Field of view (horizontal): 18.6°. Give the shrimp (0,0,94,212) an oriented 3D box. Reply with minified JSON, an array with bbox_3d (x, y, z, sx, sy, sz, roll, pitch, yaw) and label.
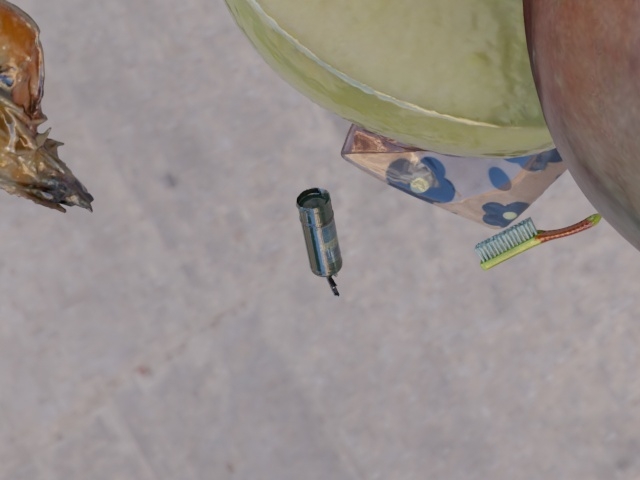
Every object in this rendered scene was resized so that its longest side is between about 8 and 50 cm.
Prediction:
[{"bbox_3d":[-0.303,-0.131,1.816,0.164,0.317,0.062,-45,42,7],"label":"shrimp"}]

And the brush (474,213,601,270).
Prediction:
[{"bbox_3d":[0.139,-0.005,1.243,0.083,0.019,0.021,-21,99,11],"label":"brush"}]

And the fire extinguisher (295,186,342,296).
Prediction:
[{"bbox_3d":[0.000,0.000,1.409,0.038,0.025,0.083,-124,17,-51],"label":"fire extinguisher"}]

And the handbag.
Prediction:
[{"bbox_3d":[0.138,-0.148,1.729,0.251,0.193,0.190,-48,30,44],"label":"handbag"}]

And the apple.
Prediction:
[{"bbox_3d":[0.098,-0.188,1.106,0.258,0.233,0.295,43,100,12],"label":"apple"}]

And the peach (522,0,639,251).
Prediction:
[{"bbox_3d":[0.210,-0.093,0.857,0.252,0.252,0.252,20,122,36],"label":"peach"}]
